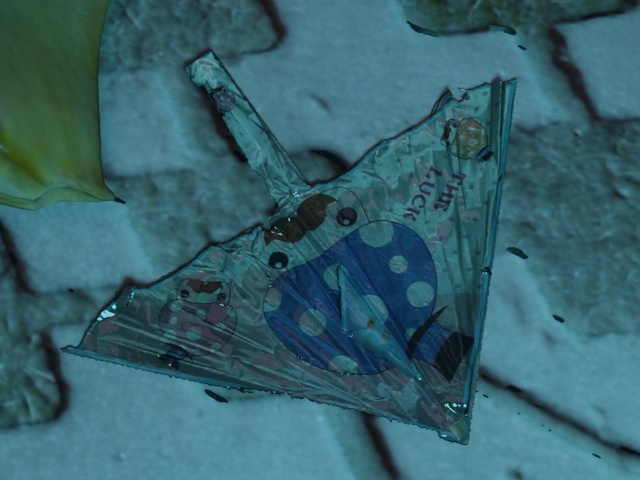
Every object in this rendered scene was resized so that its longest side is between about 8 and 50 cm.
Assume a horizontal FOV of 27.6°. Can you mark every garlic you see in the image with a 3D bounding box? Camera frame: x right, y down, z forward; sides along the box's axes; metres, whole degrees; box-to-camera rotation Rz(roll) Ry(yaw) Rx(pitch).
[{"bbox_3d":[-0.223,-0.184,0.999,0.196,0.151,0.339,20,60,-20],"label":"garlic"}]

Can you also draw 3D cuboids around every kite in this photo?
[{"bbox_3d":[0.000,0.000,0.967,0.406,0.014,0.368,-32,72,-11],"label":"kite"}]
